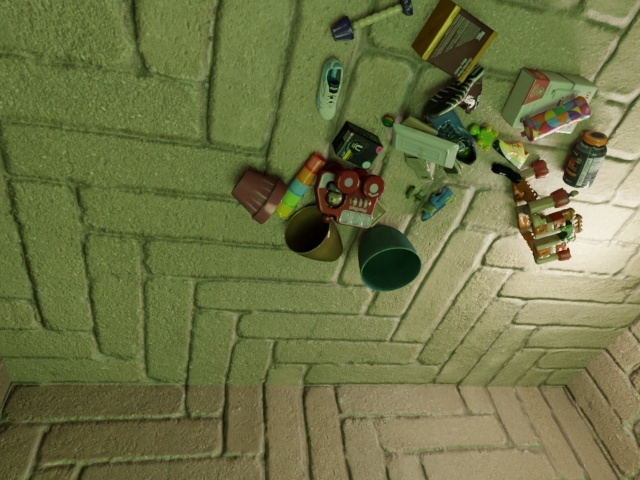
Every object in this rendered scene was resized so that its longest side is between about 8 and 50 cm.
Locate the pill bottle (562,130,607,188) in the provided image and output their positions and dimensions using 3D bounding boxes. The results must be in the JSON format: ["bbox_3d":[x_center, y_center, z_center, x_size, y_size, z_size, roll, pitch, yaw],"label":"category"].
[{"bbox_3d":[1.200,-0.366,1.957,0.131,0.130,0.245,-7,132,-5],"label":"pill bottle"}]

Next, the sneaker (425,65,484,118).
[{"bbox_3d":[0.534,-0.526,1.672,0.281,0.106,0.162,-42,139,-4],"label":"sneaker"}]

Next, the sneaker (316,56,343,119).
[{"bbox_3d":[0.035,-0.553,1.610,0.085,0.086,0.237,-2,133,-11],"label":"sneaker"}]

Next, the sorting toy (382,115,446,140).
[{"bbox_3d":[0.392,-0.445,1.727,0.275,0.046,0.132,26,165,-11],"label":"sorting toy"}]

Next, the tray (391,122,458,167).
[{"bbox_3d":[0.404,-0.369,1.724,0.271,0.030,0.145,25,157,18],"label":"tray"}]

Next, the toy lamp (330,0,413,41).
[{"bbox_3d":[0.170,-0.749,1.465,0.275,0.080,0.080,-21,132,6],"label":"toy lamp"}]

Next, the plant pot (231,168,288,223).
[{"bbox_3d":[-0.264,-0.197,1.813,0.180,0.201,0.201,35,119,-16],"label":"plant pot"}]

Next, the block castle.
[{"bbox_3d":[1.065,-0.123,2.038,0.213,0.302,0.453,-18,132,15],"label":"block castle"}]

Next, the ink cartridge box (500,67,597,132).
[{"bbox_3d":[0.913,-0.558,1.742,0.284,0.117,0.207,2,131,-12],"label":"ink cartridge box"}]

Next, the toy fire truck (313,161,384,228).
[{"bbox_3d":[0.112,-0.182,1.833,0.303,0.169,0.253,8,107,-26],"label":"toy fire truck"}]

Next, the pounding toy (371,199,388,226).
[{"bbox_3d":[0.229,-0.136,2.023,0.130,0.100,0.141,-44,128,9],"label":"pounding toy"}]

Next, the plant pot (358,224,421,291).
[{"bbox_3d":[0.315,0.067,2.111,0.294,0.235,0.292,-5,131,-6],"label":"plant pot"}]

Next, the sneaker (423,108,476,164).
[{"bbox_3d":[0.548,-0.430,1.771,0.130,0.147,0.330,-40,124,23],"label":"sneaker"}]

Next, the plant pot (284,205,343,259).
[{"bbox_3d":[0.000,0.000,2.023,0.237,0.237,0.254,-30,143,16],"label":"plant pot"}]

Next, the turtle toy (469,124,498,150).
[{"bbox_3d":[0.683,-0.444,1.835,0.130,0.066,0.095,30,94,-31],"label":"turtle toy"}]

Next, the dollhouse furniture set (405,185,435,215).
[{"bbox_3d":[0.473,-0.187,2.000,0.152,0.076,0.058,34,129,8],"label":"dollhouse furniture set"}]

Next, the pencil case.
[{"bbox_3d":[0.906,-0.468,1.678,0.237,0.104,0.104,-21,132,13],"label":"pencil case"}]

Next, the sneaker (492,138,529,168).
[{"bbox_3d":[0.840,-0.401,1.904,0.209,0.081,0.094,23,117,-35],"label":"sneaker"}]

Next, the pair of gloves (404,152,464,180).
[{"bbox_3d":[0.479,-0.329,1.835,0.240,0.042,0.204,6,154,48],"label":"pair of gloves"}]

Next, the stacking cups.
[{"bbox_3d":[-0.085,-0.232,1.867,0.096,0.095,0.316,26,122,-29],"label":"stacking cups"}]

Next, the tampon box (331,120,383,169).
[{"bbox_3d":[0.150,-0.386,1.766,0.161,0.101,0.120,19,126,-25],"label":"tampon box"}]

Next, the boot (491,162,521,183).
[{"bbox_3d":[0.836,-0.304,1.957,0.099,0.121,0.045,7,127,-24],"label":"boot"}]

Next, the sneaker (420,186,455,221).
[{"bbox_3d":[0.541,-0.175,2.062,0.082,0.069,0.209,43,127,-1],"label":"sneaker"}]

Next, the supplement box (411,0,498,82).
[{"bbox_3d":[0.466,-0.703,1.523,0.194,0.129,0.191,18,126,-24],"label":"supplement box"}]
